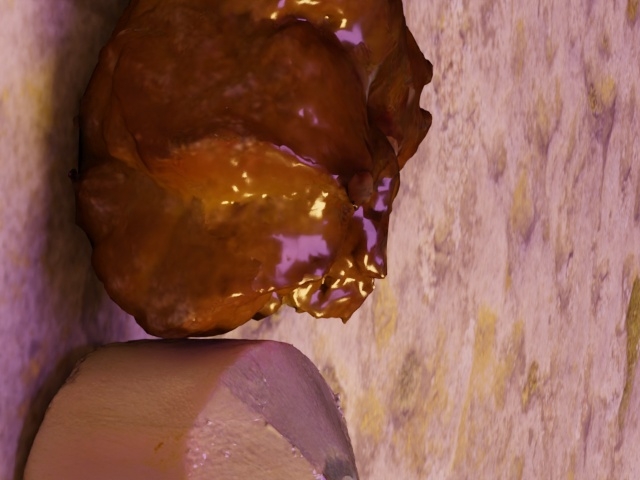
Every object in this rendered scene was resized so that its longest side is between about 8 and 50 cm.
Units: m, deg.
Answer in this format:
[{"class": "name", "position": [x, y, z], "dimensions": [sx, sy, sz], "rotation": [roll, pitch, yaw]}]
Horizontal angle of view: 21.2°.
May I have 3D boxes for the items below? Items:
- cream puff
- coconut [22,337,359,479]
[{"class": "cream puff", "position": [-0.033, -0.060, 0.880], "dimensions": [0.241, 0.155, 0.269], "rotation": [74, 25, -51]}, {"class": "coconut", "position": [-0.052, 0.118, 0.849], "dimensions": [0.147, 0.153, 0.147], "rotation": [-5, 95, -62]}]
